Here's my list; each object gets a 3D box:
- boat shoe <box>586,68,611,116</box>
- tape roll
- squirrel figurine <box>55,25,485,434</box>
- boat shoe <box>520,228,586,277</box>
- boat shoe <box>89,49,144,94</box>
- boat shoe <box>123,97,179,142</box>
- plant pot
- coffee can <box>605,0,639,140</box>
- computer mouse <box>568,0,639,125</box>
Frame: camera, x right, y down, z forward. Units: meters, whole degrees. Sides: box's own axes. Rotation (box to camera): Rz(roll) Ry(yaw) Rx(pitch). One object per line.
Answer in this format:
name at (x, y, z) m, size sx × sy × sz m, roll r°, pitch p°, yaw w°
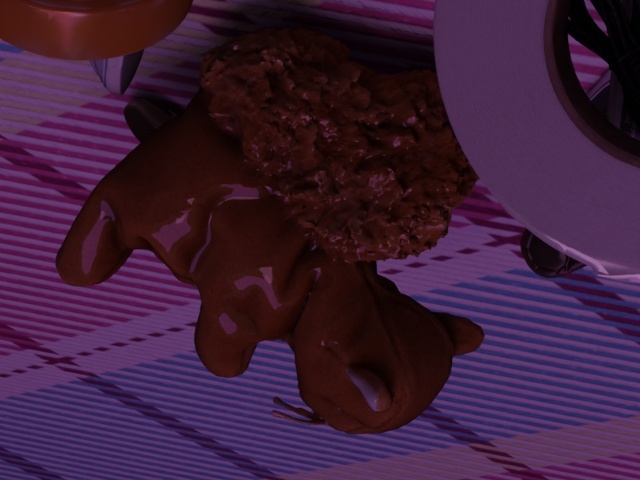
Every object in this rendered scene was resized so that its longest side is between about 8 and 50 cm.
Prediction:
boat shoe at (0.281, -0.096, 1.759) m, size 0.080 × 0.076 × 0.228 m, roll 20°, pitch 151°, yaw -12°
tape roll at (0.278, -0.156, 1.344) m, size 0.392 × 0.392 × 0.072 m, roll 4°, pitch -168°, yaw 17°
squirrel figurine at (0.000, 0.000, 1.753) m, size 0.370 × 0.281 × 0.397 m, roll 47°, pitch 127°, yaw 19°
boat shoe at (0.334, -0.042, 1.846) m, size 0.257 × 0.095 × 0.095 m, roll -19°, pitch 95°, yaw 27°
boat shoe at (-0.218, -0.233, 1.734) m, size 0.081 × 0.079 × 0.227 m, roll 19°, pitch 148°, yaw 9°
boat shoe at (-0.157, -0.114, 1.961) m, size 0.153 × 0.048 × 0.056 m, roll 41°, pitch 154°, yaw -31°
plant pot at (-0.206, -0.291, 1.505) m, size 0.205 × 0.205 × 0.188 m, roll 12°, pitch 137°, yaw 3°
coffee can at (0.391, -0.128, 1.520) m, size 0.275 × 0.201 × 0.201 m, roll 8°, pitch 152°, yaw 10°
computer mouse at (0.334, -0.205, 1.385) m, size 0.272 × 0.188 × 0.072 m, roll -37°, pitch 176°, yaw 11°
